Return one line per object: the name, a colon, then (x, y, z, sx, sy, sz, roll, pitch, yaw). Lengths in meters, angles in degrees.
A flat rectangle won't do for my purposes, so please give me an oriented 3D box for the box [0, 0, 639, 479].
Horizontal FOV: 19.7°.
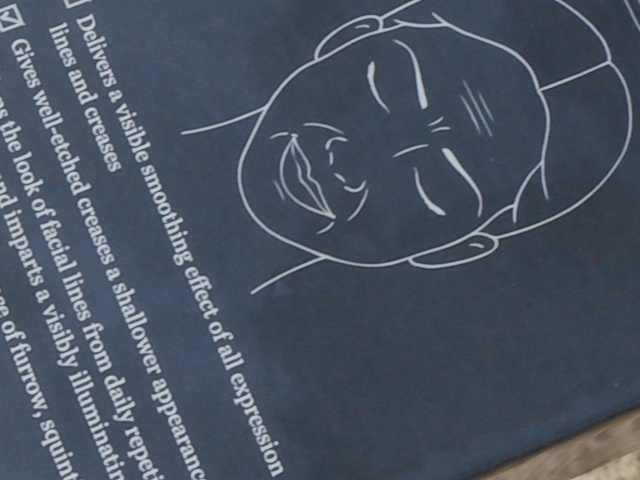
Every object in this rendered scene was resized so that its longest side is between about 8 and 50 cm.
box: (0.000, 0.000, 0.888, 0.395, 0.212, 0.293, -21, 76, -10)
